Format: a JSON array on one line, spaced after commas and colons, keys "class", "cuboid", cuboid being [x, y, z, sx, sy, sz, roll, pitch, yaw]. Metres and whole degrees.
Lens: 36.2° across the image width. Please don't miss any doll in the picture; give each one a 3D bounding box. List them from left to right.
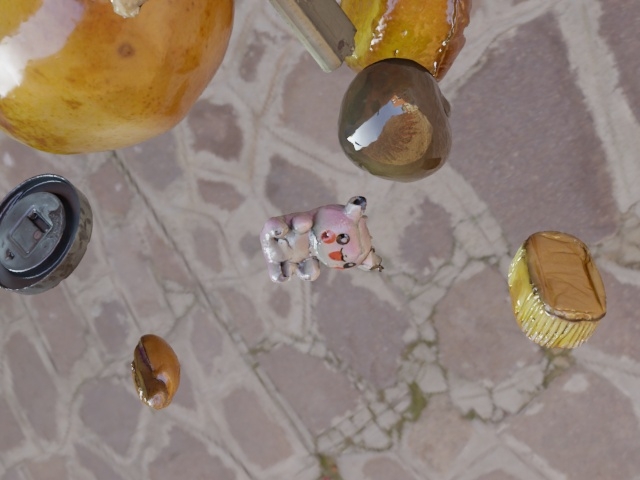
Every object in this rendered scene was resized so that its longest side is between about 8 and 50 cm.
[{"class": "doll", "cuboid": [0.000, 0.000, 1.543, 0.192, 0.095, 0.149, -4, 127, 6]}]

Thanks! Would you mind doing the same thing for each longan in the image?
[{"class": "longan", "cuboid": [0.108, -0.169, 1.413, 0.189, 0.189, 0.189, 16, 118, 34]}]

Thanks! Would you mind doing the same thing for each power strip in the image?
[{"class": "power strip", "cuboid": [-0.042, -0.342, 1.293, 0.034, 0.092, 0.268, -14, 131, 38]}]

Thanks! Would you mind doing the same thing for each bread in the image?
[{"class": "bread", "cuboid": [0.137, -0.388, 1.559, 0.312, 0.172, 0.312, -178, 90, -75]}, {"class": "bread", "cuboid": [0.370, 0.081, 1.545, 0.132, 0.190, 0.114, 5, 140, -7]}]

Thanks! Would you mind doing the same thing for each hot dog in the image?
[{"class": "hot dog", "cuboid": [-0.245, 0.199, 1.436, 0.090, 0.060, 0.140, -57, 43, 33]}]

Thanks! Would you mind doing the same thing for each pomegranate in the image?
[{"class": "pomegranate", "cuboid": [-0.315, -0.317, 1.361, 0.417, 0.417, 0.416, 16, 118, 34]}]

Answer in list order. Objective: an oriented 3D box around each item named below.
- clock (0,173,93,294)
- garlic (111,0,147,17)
[{"class": "clock", "cuboid": [-0.485, -0.009, 1.674, 0.215, 0.042, 0.215, -12, 63, 23]}, {"class": "garlic", "cuboid": [-0.216, -0.303, 0.815, 0.245, 0.245, 0.253, -26, 94, 43]}]
